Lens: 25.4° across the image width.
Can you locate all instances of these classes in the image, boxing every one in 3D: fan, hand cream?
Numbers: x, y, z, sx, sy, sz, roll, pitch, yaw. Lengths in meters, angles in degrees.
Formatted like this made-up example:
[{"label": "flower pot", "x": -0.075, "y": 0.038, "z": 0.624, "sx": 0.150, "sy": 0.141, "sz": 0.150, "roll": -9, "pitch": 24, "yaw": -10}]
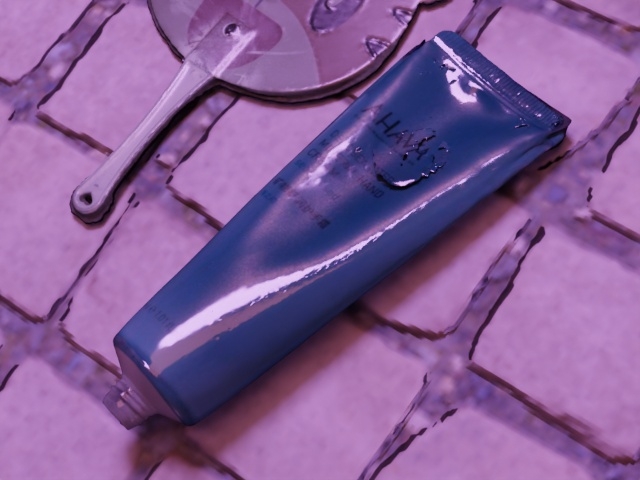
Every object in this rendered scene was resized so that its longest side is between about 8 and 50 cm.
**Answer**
[{"label": "fan", "x": -0.042, "y": -0.098, "z": 0.666, "sx": 0.152, "sy": 0.008, "sz": 0.227, "roll": 35, "pitch": 78, "yaw": 26}, {"label": "hand cream", "x": 0.000, "y": 0.000, "z": 0.596, "sx": 0.224, "sy": 0.048, "sz": 0.083, "roll": -42, "pitch": 60, "yaw": -11}]
